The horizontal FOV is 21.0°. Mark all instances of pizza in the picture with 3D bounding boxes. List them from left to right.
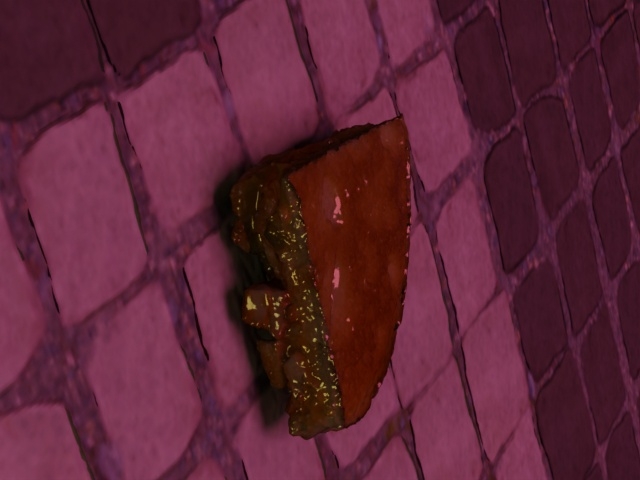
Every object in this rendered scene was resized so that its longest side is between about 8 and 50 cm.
[{"bbox_3d":[0.000,0.000,0.828,0.134,0.046,0.175,56,40,-43],"label":"pizza"}]
